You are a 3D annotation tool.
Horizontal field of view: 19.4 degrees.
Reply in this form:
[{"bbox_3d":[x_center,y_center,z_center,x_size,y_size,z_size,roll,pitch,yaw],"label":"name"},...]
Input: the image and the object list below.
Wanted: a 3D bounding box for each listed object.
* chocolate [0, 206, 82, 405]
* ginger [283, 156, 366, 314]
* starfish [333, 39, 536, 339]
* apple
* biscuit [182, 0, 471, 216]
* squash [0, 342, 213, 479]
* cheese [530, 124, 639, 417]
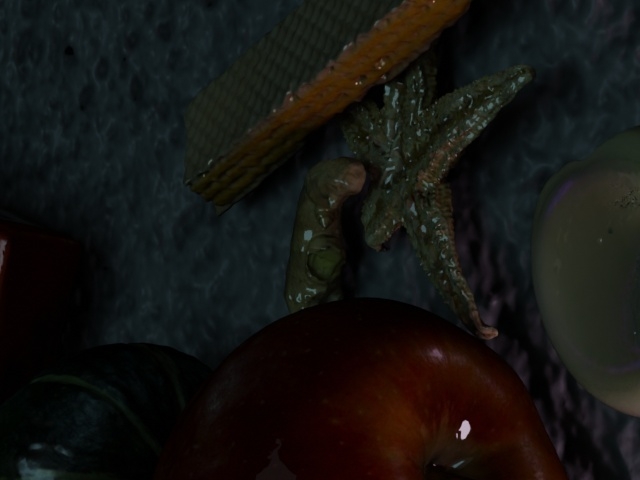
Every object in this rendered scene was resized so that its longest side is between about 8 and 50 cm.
[{"bbox_3d":[-0.418,0.099,1.806,0.360,0.161,0.341,21,103,27],"label":"chocolate"},{"bbox_3d":[0.000,-0.003,1.473,0.069,0.051,0.173,-105,17,-49],"label":"ginger"},{"bbox_3d":[0.080,-0.066,1.386,0.231,0.048,0.295,-62,38,35],"label":"starfish"},{"bbox_3d":[0.023,0.188,1.321,0.317,0.288,0.288,-26,73,55],"label":"apple"},{"bbox_3d":[-0.001,-0.139,1.449,0.378,0.054,0.094,-35,44,47],"label":"biscuit"},{"bbox_3d":[-0.156,0.208,1.533,0.165,0.252,0.252,-8,86,47],"label":"squash"},{"bbox_3d":[0.227,0.070,1.213,0.163,0.082,0.286,-41,60,46],"label":"cheese"}]
